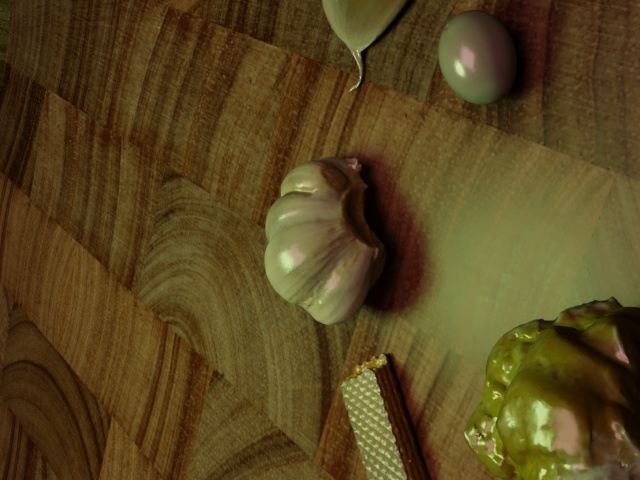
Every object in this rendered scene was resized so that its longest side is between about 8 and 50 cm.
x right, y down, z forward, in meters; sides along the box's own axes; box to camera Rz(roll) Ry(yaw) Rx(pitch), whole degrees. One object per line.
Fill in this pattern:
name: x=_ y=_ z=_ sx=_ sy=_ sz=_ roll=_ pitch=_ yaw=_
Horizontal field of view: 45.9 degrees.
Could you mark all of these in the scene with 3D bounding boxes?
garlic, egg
garlic: x=-0.012 y=0.007 z=1.234 sx=0.203 sy=0.184 sz=0.281 roll=-50 pitch=56 yaw=54
garlic: x=0.061 y=-0.390 z=1.225 sx=0.267 sy=0.128 sz=0.149 roll=-61 pitch=38 yaw=41
egg: x=0.217 y=-0.252 z=1.043 sx=0.103 sy=0.103 sz=0.135 roll=-27 pitch=74 yaw=43

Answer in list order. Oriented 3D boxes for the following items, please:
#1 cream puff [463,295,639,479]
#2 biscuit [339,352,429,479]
cream puff: x=0.306 y=0.249 z=0.814 sx=0.275 sy=0.378 sz=0.378 roll=-41 pitch=62 yaw=39
biscuit: x=0.121 y=0.370 z=1.190 sx=0.094 sy=0.054 sz=0.379 roll=-32 pitch=68 yaw=42
